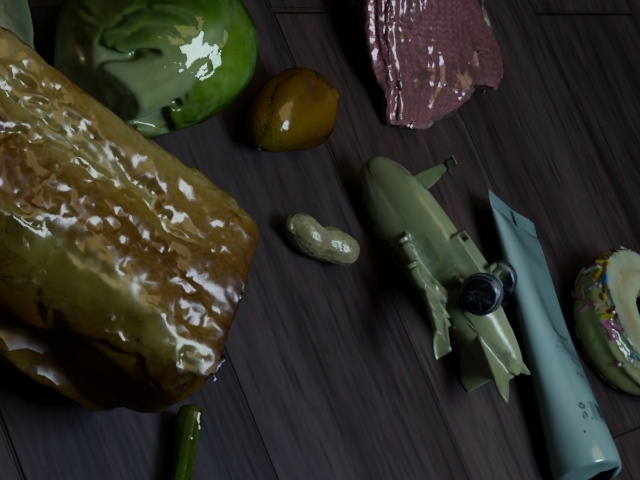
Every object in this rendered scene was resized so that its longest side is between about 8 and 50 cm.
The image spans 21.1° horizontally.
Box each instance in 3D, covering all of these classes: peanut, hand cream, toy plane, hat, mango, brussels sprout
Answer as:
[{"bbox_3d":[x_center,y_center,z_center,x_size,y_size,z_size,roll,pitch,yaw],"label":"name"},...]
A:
[{"bbox_3d":[0.000,0.000,1.547,0.083,0.037,0.037,30,46,-37],"label":"peanut"},{"bbox_3d":[0.234,0.100,1.735,0.109,0.067,0.320,31,41,-52],"label":"hand cream"},{"bbox_3d":[0.121,0.030,1.625,0.256,0.104,0.242,66,22,-2],"label":"toy plane"},{"bbox_3d":[0.100,-0.267,1.785,0.237,0.107,0.286,-36,119,-54],"label":"hat"},{"bbox_3d":[-0.026,-0.117,1.575,0.127,0.063,0.077,-30,97,-54],"label":"mango"},{"bbox_3d":[-0.134,-0.159,1.406,0.161,0.144,0.180,29,42,-12],"label":"brussels sprout"}]

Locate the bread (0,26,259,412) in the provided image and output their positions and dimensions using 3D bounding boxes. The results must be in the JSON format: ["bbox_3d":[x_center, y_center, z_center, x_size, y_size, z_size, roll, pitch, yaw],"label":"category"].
[{"bbox_3d":[-0.213,-0.017,1.218,0.344,0.149,0.195,39,52,-27],"label":"bread"}]

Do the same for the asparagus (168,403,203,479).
[{"bbox_3d":[-0.112,0.227,1.268,0.025,0.024,0.248,29,47,-25],"label":"asparagus"}]

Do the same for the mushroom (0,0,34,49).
[{"bbox_3d":[-0.288,-0.237,1.334,0.107,0.087,0.333,-28,91,-50],"label":"mushroom"}]

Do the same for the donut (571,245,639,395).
[{"bbox_3d":[0.332,0.091,1.849,0.175,0.068,0.174,32,42,-34],"label":"donut"}]
